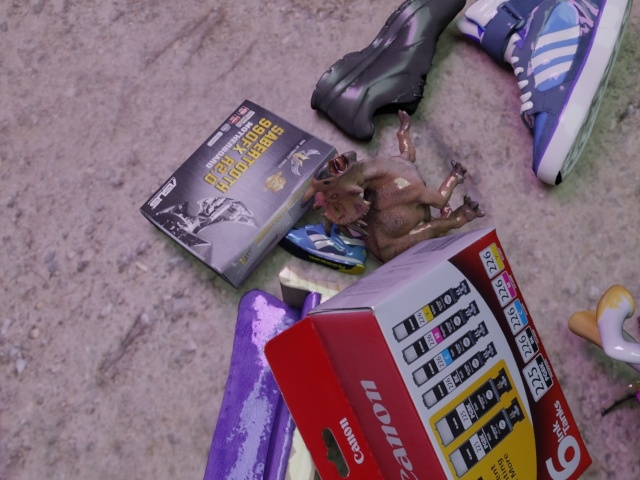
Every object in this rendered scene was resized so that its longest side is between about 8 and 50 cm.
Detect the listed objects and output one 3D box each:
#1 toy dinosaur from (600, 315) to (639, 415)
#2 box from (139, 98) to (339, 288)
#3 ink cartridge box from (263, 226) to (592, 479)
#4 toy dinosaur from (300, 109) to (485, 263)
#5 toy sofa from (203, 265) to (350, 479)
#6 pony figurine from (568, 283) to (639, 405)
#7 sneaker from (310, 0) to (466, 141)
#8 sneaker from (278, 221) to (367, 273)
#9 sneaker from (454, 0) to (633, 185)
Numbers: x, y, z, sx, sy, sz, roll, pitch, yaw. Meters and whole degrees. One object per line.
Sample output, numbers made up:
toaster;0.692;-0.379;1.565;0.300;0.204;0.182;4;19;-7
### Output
toy dinosaur;0.494;0.147;0.876;0.268;0.064;0.118;-12;80;0
box;-0.111;-0.072;0.918;0.183;0.056;0.231;34;75;31
ink cartridge box;0.126;0.184;0.726;0.272;0.130;0.309;-29;98;-33
toy dinosaur;0.090;-0.032;0.868;0.200;0.295;0.127;-36;32;-9
toy sofa;-0.055;0.223;0.806;0.177;0.150;0.362;11;73;2
pony figurine;0.459;0.162;0.674;0.351;0.302;0.363;-3;29;8
sneaker;0.122;-0.263;0.990;0.286;0.109;0.130;-44;85;-1
sneaker;0.000;0.000;0.928;0.144;0.053;0.059;19;72;-2
sneaker;0.303;-0.259;0.986;0.236;0.130;0.322;20;86;25
